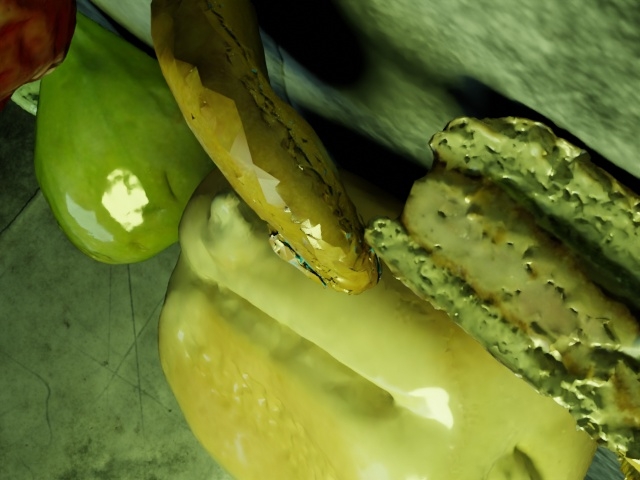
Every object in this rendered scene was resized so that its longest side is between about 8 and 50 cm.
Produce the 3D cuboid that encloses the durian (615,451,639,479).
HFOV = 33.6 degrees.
[{"bbox_3d":[0.353,0.238,0.866,0.191,0.112,0.341,40,170,3],"label":"durian"}]

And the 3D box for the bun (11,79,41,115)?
[{"bbox_3d":[-0.306,-0.191,1.376,0.221,0.108,0.221,30,-177,-2],"label":"bun"}]

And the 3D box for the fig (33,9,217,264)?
[{"bbox_3d":[-0.246,-0.109,1.193,0.314,0.233,0.233,36,174,-26],"label":"fig"}]

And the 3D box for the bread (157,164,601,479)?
[{"bbox_3d":[0.052,0.118,0.932,0.376,0.253,0.348,31,126,42],"label":"bread"}]

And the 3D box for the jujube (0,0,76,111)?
[{"bbox_3d":[-0.352,-0.220,0.909,0.276,0.276,0.377,39,173,-5],"label":"jujube"}]

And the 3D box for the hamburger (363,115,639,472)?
[{"bbox_3d":[0.165,0.036,0.604,0.262,0.124,0.131,41,-170,20],"label":"hamburger"}]

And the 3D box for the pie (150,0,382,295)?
[{"bbox_3d":[-0.039,-0.073,0.702,0.273,0.069,0.273,63,-177,-5],"label":"pie"}]
